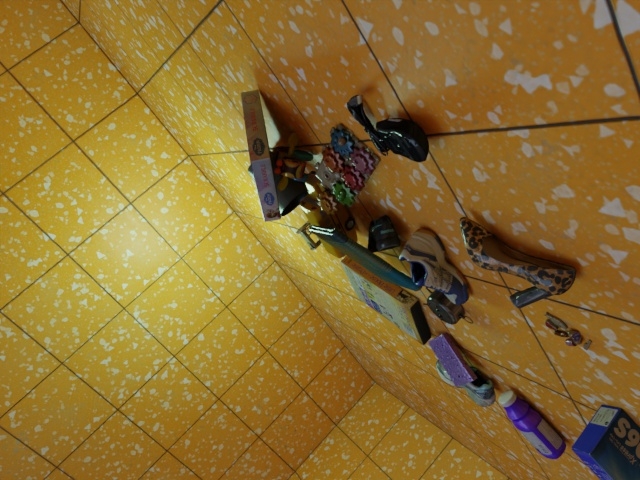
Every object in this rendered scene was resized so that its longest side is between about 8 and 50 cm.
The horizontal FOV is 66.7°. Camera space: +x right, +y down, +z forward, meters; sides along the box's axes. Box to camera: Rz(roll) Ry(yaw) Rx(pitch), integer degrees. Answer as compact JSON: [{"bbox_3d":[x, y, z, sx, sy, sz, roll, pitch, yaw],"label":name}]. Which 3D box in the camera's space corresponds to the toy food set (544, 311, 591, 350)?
[{"bbox_3d":[0.622,0.238,1.241,0.122,0.019,0.078,36,162,34],"label":"toy food set"}]

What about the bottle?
[{"bbox_3d":[0.784,0.684,1.819,0.283,0.092,0.118,47,165,-2],"label":"bottle"}]

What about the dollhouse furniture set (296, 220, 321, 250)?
[{"bbox_3d":[0.000,0.000,2.167,0.182,0.101,0.161,50,165,-13],"label":"dollhouse furniture set"}]

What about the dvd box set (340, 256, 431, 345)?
[{"bbox_3d":[0.285,0.257,2.135,0.420,0.062,0.308,33,160,42],"label":"dvd box set"}]

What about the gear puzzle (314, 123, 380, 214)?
[{"bbox_3d":[0.046,-0.186,1.466,0.175,0.044,0.339,44,146,9],"label":"gear puzzle"}]

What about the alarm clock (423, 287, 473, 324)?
[{"bbox_3d":[0.441,0.238,1.669,0.192,0.064,0.129,26,155,45],"label":"alarm clock"}]

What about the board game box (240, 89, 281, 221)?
[{"bbox_3d":[-0.202,-0.284,1.668,0.319,0.065,0.318,86,173,-56],"label":"board game box"}]

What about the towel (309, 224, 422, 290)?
[{"bbox_3d":[0.150,0.054,1.669,0.370,0.040,0.271,33,173,-18],"label":"towel"}]

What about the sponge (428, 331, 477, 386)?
[{"bbox_3d":[0.526,0.478,1.953,0.210,0.031,0.117,59,149,14],"label":"sponge"}]

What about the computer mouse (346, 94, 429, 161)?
[{"bbox_3d":[0.158,-0.272,1.121,0.184,0.060,0.262,48,177,-21],"label":"computer mouse"}]

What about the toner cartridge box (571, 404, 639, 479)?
[{"bbox_3d":[0.868,0.637,1.327,0.348,0.165,0.075,46,165,-1],"label":"toner cartridge box"}]

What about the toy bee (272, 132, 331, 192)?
[{"bbox_3d":[-0.096,-0.263,1.632,0.298,0.162,0.196,9,97,54],"label":"toy bee"}]

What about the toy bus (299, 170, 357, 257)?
[{"bbox_3d":[0.027,-0.094,1.791,0.108,0.130,0.333,31,159,45],"label":"toy bus"}]

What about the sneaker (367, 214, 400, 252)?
[{"bbox_3d":[0.208,-0.018,1.622,0.267,0.101,0.106,130,127,-82],"label":"sneaker"}]

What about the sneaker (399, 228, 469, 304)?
[{"bbox_3d":[0.337,0.106,1.470,0.296,0.131,0.111,51,163,-21],"label":"sneaker"}]

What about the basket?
[{"bbox_3d":[-0.172,-0.235,1.948,0.227,0.154,0.204,49,164,4],"label":"basket"}]

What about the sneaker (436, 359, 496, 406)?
[{"bbox_3d":[0.603,0.553,2.014,0.283,0.110,0.122,28,139,44],"label":"sneaker"}]

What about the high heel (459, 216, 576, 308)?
[{"bbox_3d":[0.442,0.020,1.101,0.261,0.093,0.186,53,148,8],"label":"high heel"}]
